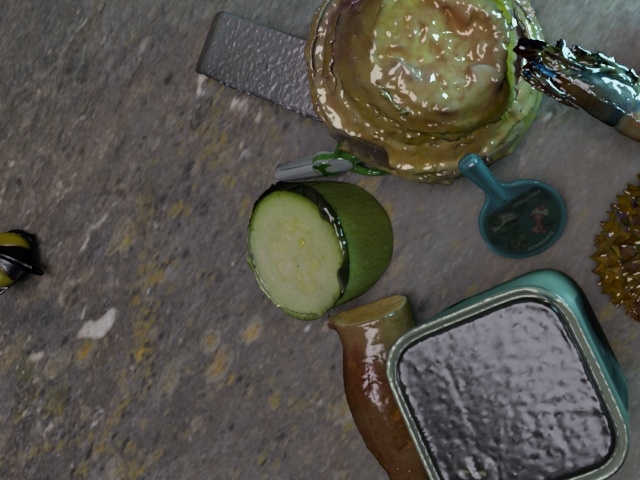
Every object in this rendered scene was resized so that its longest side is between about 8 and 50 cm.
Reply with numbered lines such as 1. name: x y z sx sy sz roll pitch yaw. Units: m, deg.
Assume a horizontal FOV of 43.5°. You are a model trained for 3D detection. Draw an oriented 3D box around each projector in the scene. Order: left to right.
1. projector: 0.259 0.189 1.069 0.248 0.249 0.248 -26 84 20

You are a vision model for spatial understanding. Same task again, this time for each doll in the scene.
1. doll: -0.624 0.032 1.492 0.248 0.088 0.127 15 97 24

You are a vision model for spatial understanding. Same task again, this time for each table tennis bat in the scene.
1. table tennis bat: 0.261 -0.052 1.124 0.124 0.033 0.201 -40 118 18

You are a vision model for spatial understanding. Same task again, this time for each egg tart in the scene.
1. egg tart: 0.151 -0.248 1.106 0.351 0.150 0.352 0 90 -3

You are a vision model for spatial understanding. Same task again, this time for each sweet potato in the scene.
1. sweet potato: 0.105 0.255 1.195 0.131 0.131 0.337 -13 86 21

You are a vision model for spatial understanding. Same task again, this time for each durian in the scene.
1. durian: 0.458 -0.021 1.045 0.153 0.186 0.261 30 89 11

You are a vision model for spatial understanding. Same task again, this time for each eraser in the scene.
1. eraser: -0.056 -0.267 1.272 0.352 0.077 0.111 24 97 19

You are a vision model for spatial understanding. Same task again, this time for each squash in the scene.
1. squash: -0.012 0.008 1.263 0.220 0.133 0.220 8 105 33

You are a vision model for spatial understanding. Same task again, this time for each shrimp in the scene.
1. shrimp: 0.399 -0.246 1.056 0.290 0.054 0.222 18 76 -4

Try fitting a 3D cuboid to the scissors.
1. scissors: 0.011 -0.121 1.253 0.204 0.101 0.027 -8 58 32
